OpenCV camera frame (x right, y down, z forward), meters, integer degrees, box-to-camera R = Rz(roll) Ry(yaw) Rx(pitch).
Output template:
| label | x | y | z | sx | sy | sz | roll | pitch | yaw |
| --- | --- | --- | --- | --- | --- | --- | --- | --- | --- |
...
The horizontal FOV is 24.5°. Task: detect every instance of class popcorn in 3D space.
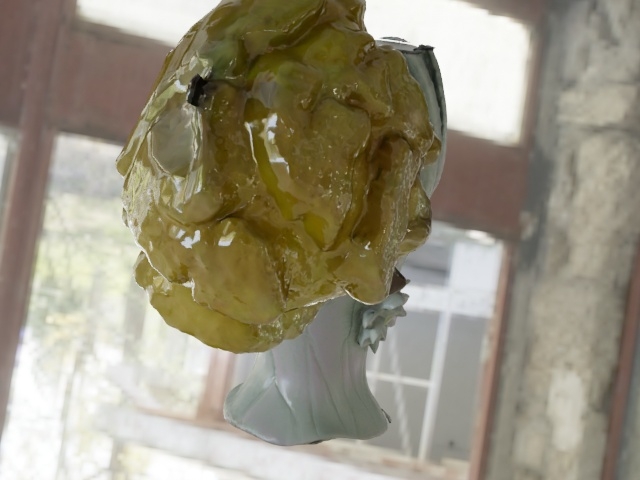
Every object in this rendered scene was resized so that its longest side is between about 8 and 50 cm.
| label | x | y | z | sx | sy | sz | roll | pitch | yaw |
| --- | --- | --- | --- | --- | --- | --- | --- | --- | --- |
| popcorn | -0.019 | -0.033 | 0.639 | 0.148 | 0.167 | 0.152 | 18 | 171 | 47 |

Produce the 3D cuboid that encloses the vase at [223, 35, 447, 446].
| label | x | y | z | sx | sy | sz | roll | pitch | yaw |
| --- | --- | --- | --- | --- | --- | --- | --- | --- | --- |
| vase | 0.000 | 0.000 | 1.601 | 0.250 | 0.445 | 0.250 | 4 | -167 | -1 |
